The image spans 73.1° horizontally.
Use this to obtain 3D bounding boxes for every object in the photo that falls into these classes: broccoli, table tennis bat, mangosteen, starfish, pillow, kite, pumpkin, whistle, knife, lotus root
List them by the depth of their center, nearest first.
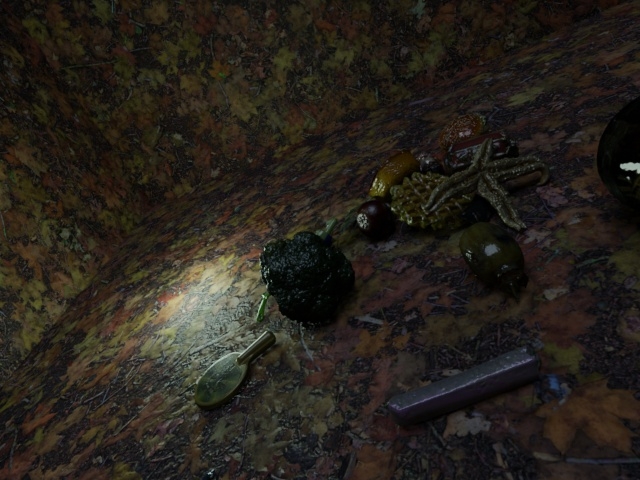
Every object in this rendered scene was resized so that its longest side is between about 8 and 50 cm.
[{"bbox_3d":[0.934,-0.225,1.044,0.453,0.345,0.454,-14,8,2],"label":"pumpkin"},{"bbox_3d":[0.489,0.047,1.211,0.153,0.154,0.278,-23,33,10],"label":"lotus root"},{"bbox_3d":[-0.273,0.412,1.396,0.320,0.050,0.198,-41,28,-13],"label":"table tennis bat"},{"bbox_3d":[0.578,-0.172,1.460,0.323,0.083,0.432,35,62,18],"label":"starfish"},{"bbox_3d":[-0.049,0.120,1.462,0.303,0.322,0.283,-28,-5,-21],"label":"broccoli"},{"bbox_3d":[0.545,-0.099,1.482,0.150,0.090,0.048,-45,-10,-33],"label":"pillow"},{"bbox_3d":[-0.216,0.244,1.642,0.078,0.023,0.166,-21,27,24],"label":"knife"},{"bbox_3d":[0.231,-0.093,1.680,0.181,0.156,0.146,-17,-10,-15],"label":"mangosteen"},{"bbox_3d":[0.005,0.007,1.733,0.228,0.085,0.105,-57,8,-12],"label":"whistle"},{"bbox_3d":[0.130,-0.104,1.817,0.267,0.013,0.323,-41,9,24],"label":"kite"}]

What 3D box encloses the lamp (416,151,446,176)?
[{"bbox_3d":[0.466,-0.321,1.873,0.118,0.119,0.253,-22,30,12],"label":"lamp"}]

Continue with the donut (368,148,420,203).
[{"bbox_3d":[0.308,-0.262,1.798,0.253,0.253,0.118,-37,73,-15],"label":"donut"}]

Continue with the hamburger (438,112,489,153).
[{"bbox_3d":[0.638,-0.470,1.928,0.236,0.148,0.237,-25,27,14],"label":"hamburger"}]

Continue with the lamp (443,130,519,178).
[{"bbox_3d":[0.618,-0.315,1.667,0.273,0.177,0.177,-11,32,28],"label":"lamp"}]

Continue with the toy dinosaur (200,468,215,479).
[{"bbox_3d":[-0.374,0.678,1.044,0.247,0.075,0.188,-30,18,8],"label":"toy dinosaur"}]

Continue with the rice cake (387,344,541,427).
[{"bbox_3d":[0.324,0.330,0.965,0.364,0.073,0.056,-23,26,6],"label":"rice cake"}]

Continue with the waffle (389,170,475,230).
[{"bbox_3d":[0.410,-0.148,1.601,0.324,0.068,0.302,12,49,26],"label":"waffle"}]
